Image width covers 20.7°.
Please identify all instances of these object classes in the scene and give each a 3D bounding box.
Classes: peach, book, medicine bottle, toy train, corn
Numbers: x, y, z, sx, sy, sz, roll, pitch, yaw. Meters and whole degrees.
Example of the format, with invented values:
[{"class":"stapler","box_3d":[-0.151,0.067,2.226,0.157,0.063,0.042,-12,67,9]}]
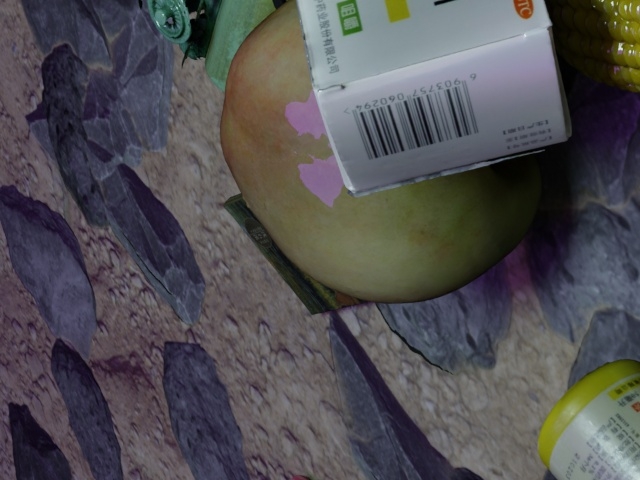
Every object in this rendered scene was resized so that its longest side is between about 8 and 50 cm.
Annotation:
[{"class":"peach","box_3d":[0.049,-0.090,1.500,0.292,0.247,0.292,12,133,13]},{"class":"book","box_3d":[0.000,0.000,1.809,0.160,0.024,0.228,51,154,-12]},{"class":"medicine bottle","box_3d":[0.287,0.206,1.429,0.212,0.121,0.122,47,143,33]},{"class":"toy train","box_3d":[-0.075,-0.260,1.723,0.189,0.126,0.307,54,146,23]},{"class":"corn","box_3d":[0.278,-0.153,1.212,0.347,0.130,0.130,25,129,53]}]

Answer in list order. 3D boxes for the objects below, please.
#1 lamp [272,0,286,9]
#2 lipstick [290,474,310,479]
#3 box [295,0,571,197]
[{"class":"lamp","box_3d":[-0.036,-0.170,1.633,0.130,0.108,0.371,16,137,32]},{"class":"lipstick","box_3d":[0.031,0.323,1.991,0.234,0.053,0.053,28,131,51]},{"class":"box","box_3d":[0.066,-0.217,1.319,0.145,0.173,0.333,69,-171,-57]}]
